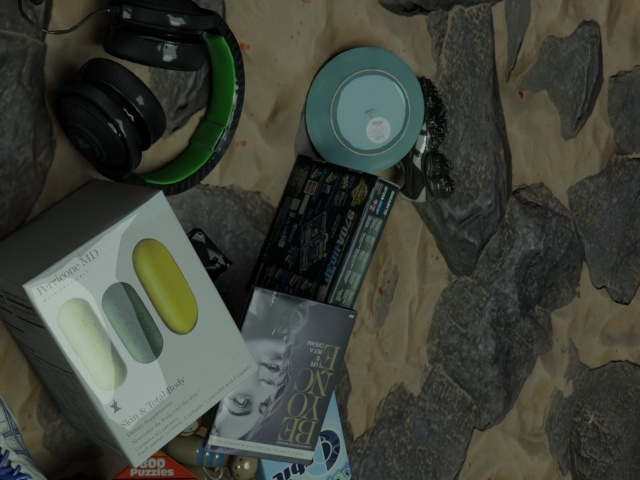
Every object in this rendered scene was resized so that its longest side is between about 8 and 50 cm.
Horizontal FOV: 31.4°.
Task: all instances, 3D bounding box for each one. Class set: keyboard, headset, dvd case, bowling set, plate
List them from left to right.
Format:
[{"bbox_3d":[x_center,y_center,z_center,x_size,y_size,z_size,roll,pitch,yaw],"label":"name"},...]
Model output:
[{"bbox_3d":[-0.246,-0.212,1.381,0.243,0.185,0.394,-63,147,-9],"label":"headset"},{"bbox_3d":[-0.205,0.079,1.556,0.192,0.038,0.100,-45,104,-20],"label":"keyboard"},{"bbox_3d":[-0.120,0.256,1.542,0.200,0.154,0.287,-28,131,-77],"label":"bowling set"},{"bbox_3d":[-0.051,0.181,1.495,0.164,0.018,0.221,16,94,-32],"label":"dvd case"},{"bbox_3d":[0.070,-0.188,1.664,0.188,0.024,0.188,-4,102,-20],"label":"plate"}]

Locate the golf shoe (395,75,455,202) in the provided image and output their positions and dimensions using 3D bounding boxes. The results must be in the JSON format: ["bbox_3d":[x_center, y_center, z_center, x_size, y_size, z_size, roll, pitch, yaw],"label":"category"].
[{"bbox_3d":[0.147,-0.154,1.751,0.077,0.094,0.198,20,64,-56],"label":"golf shoe"}]

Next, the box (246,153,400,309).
[{"bbox_3d":[0.000,0.000,1.602,0.051,0.175,0.220,23,87,-43],"label":"box"}]

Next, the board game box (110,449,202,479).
[{"bbox_3d":[-0.196,0.554,1.375,0.356,0.356,0.356,-39,148,-40],"label":"board game box"}]

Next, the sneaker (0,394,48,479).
[{"bbox_3d":[-0.386,0.280,1.389,0.112,0.131,0.296,-41,125,-22],"label":"sneaker"}]

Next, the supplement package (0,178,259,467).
[{"bbox_3d":[-0.249,0.092,1.375,0.199,0.198,0.263,-37,116,-25],"label":"supplement package"}]

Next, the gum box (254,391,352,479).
[{"bbox_3d":[-0.032,0.338,1.768,0.157,0.041,0.184,-28,121,-32],"label":"gum box"}]
